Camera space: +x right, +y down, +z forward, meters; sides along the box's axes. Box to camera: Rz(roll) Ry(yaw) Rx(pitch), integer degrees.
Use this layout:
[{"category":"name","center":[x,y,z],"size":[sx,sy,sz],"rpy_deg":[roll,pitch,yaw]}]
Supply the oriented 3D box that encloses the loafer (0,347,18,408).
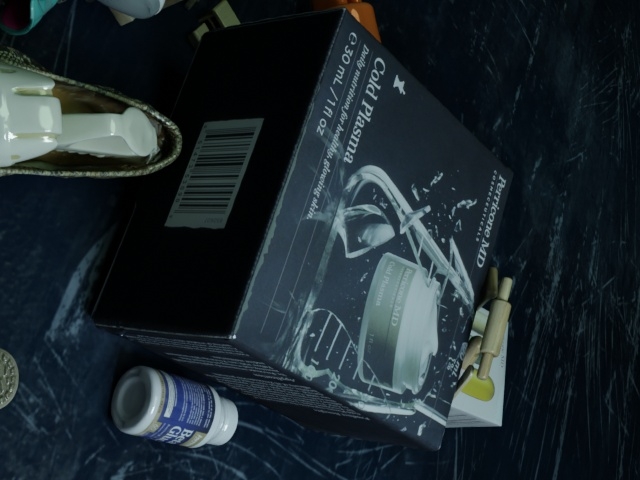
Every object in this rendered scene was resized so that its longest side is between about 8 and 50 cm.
[{"category":"loafer","center":[-0.476,0.161,1.126],"size":[0.269,0.092,0.101],"rpy_deg":[7,74,-32]}]

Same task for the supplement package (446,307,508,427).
[{"category":"supplement package","center":[0.172,0.204,1.788],"size":[0.263,0.198,0.199],"rpy_deg":[28,62,-43]}]

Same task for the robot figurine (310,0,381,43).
[{"category":"robot figurine","center":[0.046,-0.340,1.822],"size":[0.158,0.128,0.219],"rpy_deg":[-98,174,-87]}]

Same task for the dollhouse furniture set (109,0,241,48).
[{"category":"dollhouse furniture set","center":[-0.199,-0.349,1.554],"size":[0.161,0.101,0.182],"rpy_deg":[58,44,-23]}]

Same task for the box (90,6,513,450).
[{"category":"box","center":[0.000,0.000,1.504],"size":[0.472,0.298,0.479],"rpy_deg":[35,66,-44]}]

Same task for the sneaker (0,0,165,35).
[{"category":"sneaker","center":[-0.347,-0.336,1.350],"size":[0.296,0.124,0.178],"rpy_deg":[27,57,-31]}]

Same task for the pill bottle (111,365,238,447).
[{"category":"pill bottle","center":[-0.198,0.238,1.426],"size":[0.169,0.094,0.094],"rpy_deg":[25,63,-44]}]

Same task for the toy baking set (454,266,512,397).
[{"category":"toy baking set","center":[0.232,0.168,1.578],"size":[0.030,0.197,0.256],"rpy_deg":[21,66,-9]}]

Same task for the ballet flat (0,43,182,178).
[{"category":"ballet flat","center":[-0.328,-0.144,1.217],"size":[0.483,0.182,0.163],"rpy_deg":[-1,98,-63]}]
